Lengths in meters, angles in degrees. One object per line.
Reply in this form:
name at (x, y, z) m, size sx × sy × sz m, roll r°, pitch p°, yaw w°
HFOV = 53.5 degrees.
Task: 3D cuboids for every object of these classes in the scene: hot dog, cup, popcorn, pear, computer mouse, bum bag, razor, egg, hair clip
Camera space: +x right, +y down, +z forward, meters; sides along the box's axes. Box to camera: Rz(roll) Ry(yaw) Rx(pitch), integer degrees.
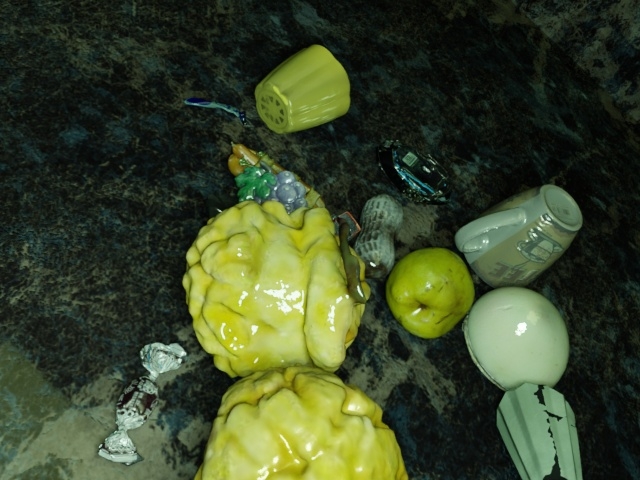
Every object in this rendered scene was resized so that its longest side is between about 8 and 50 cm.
hot dog at (-0.099, -0.124, 1.416) m, size 0.269 × 0.072 × 0.109 m, roll 38°, pitch 44°, yaw -6°
cup at (0.490, -0.027, 1.607) m, size 0.301 × 0.257 × 0.227 m, roll 4°, pitch 55°, yaw -29°
popcorn at (-0.023, 0.387, 0.911) m, size 0.344 × 0.390 × 0.354 m, roll 12°, pitch 19°, yaw -45°
pear at (0.241, 0.108, 1.395) m, size 0.200 × 0.200 × 0.200 m, roll 17°, pitch 51°, yaw -23°
popcorn at (-0.056, 0.084, 1.104) m, size 0.349 × 0.382 × 0.349 m, roll 11°, pitch 73°, yaw -39°
computer mouse at (0.241, -0.170, 1.665) m, size 0.242 × 0.077 × 0.146 m, roll 42°, pitch 46°, yaw 4°
bum bag at (-0.202, -0.015, 1.289) m, size 0.087 × 0.049 × 0.197 m, roll 36°, pitch 40°, yaw -41°
razor at (-0.241, -0.311, 1.485) m, size 0.154 × 0.028 × 0.044 m, roll 12°, pitch 54°, yaw -27°
egg at (0.497, 0.222, 1.489) m, size 0.286 × 0.174 × 0.264 m, roll 26°, pitch 52°, yaw -20°
hair clip at (-0.095, -0.092, 1.349) m, size 0.195 × 0.052 × 0.124 m, roll 34°, pitch 76°, yaw 8°

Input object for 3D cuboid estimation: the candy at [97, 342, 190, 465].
candy at (-0.286, 0.257, 1.035) m, size 0.094 × 0.051 × 0.226 m, roll 34°, pitch 46°, yaw -12°

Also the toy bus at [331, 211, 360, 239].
toy bus at (0.000, 0.000, 1.388) m, size 0.192 × 0.077 × 0.065 m, roll -27°, pitch 78°, yaw -40°

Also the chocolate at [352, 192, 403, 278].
chocolate at (0.134, -0.013, 1.466) m, size 0.110 × 0.110 × 0.248 m, roll 25°, pitch 53°, yaw -16°

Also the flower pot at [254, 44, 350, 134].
flower pot at (-0.052, -0.351, 1.542) m, size 0.179 × 0.195 × 0.195 m, roll -37°, pitch 83°, yaw -31°

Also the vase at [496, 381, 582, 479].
vase at (0.442, 0.420, 1.240) m, size 0.165 × 0.165 × 0.360 m, roll 39°, pitch 18°, yaw -4°
